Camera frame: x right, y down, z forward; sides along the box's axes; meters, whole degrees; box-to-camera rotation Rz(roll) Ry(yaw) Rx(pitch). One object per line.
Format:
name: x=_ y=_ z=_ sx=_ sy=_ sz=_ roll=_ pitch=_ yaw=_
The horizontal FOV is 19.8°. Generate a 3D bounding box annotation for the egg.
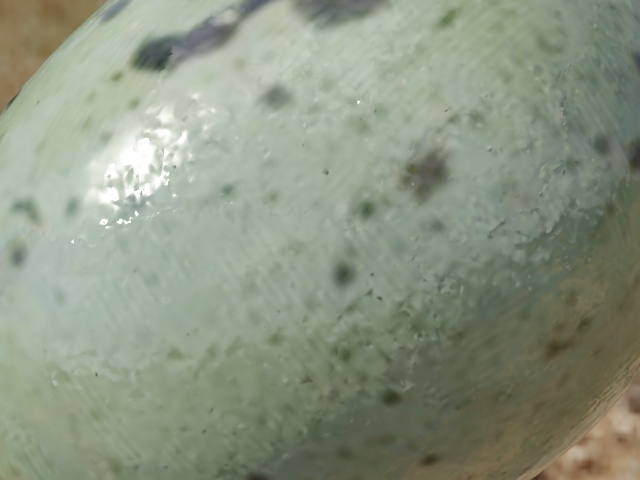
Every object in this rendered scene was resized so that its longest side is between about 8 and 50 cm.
egg: x=0.000 y=0.000 z=0.833 sx=0.379 sy=0.288 sz=0.287 roll=-37 pitch=33 yaw=-5
